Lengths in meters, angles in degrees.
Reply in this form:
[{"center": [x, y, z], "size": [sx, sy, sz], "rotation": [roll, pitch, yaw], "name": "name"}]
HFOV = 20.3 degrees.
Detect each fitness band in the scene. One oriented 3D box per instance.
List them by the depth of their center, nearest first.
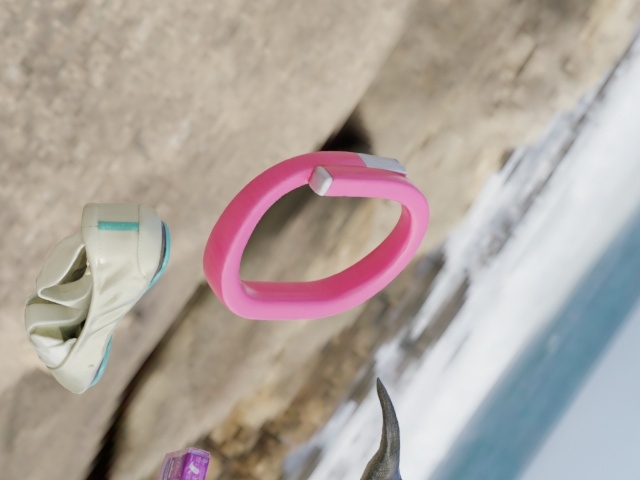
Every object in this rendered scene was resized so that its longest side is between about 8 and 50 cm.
[{"center": [0.000, 0.000, 1.975], "size": [0.291, 0.054, 0.209], "rotation": [3, 126, -47], "name": "fitness band"}]

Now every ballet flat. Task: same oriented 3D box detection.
[{"center": [-0.196, 0.047, 1.439], "size": [0.086, 0.086, 0.248], "rotation": [-46, 174, -42], "name": "ballet flat"}]

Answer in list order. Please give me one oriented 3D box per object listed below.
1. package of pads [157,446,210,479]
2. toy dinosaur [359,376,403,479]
[{"center": [-0.159, 0.267, 2.061], "size": [0.083, 0.032, 0.050], "rotation": [-22, -128, 61], "name": "package of pads"}, {"center": [0.031, 0.269, 1.458], "size": [0.160, 0.121, 0.313], "rotation": [4, 81, -60], "name": "toy dinosaur"}]
